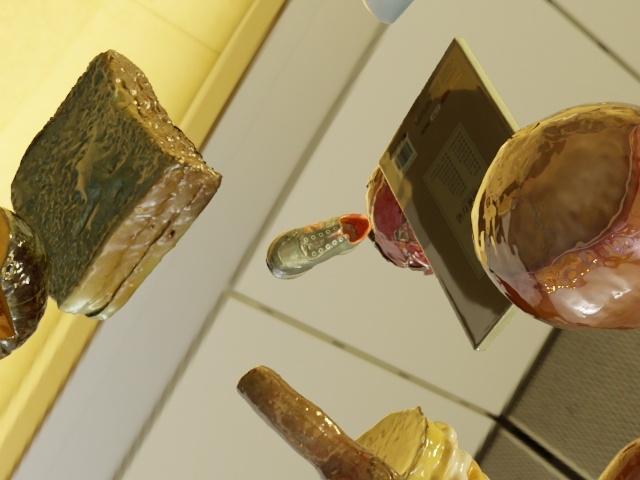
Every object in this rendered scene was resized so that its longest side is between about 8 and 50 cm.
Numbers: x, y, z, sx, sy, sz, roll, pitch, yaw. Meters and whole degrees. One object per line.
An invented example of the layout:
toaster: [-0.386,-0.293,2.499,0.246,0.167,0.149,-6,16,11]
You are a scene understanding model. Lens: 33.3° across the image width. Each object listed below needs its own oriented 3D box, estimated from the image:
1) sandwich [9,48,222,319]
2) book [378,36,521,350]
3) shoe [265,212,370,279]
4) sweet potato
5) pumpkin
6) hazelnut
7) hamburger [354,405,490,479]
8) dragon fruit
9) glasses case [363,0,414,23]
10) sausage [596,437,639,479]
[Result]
sandwich: [-0.286,-0.072,1.400,0.271,0.099,0.301,-48,-133,12]
book: [0.174,-0.057,1.257,0.217,0.021,0.310,-59,-138,40]
shoe: [-0.001,0.000,1.668,0.077,0.194,0.074,-32,-99,49]
sweet potato: [0.047,0.295,1.254,0.109,0.109,0.385,-44,-107,24]
pumpkin: [-0.334,0.057,1.095,0.183,0.107,0.119,-52,-137,13]
hazelnut: [0.227,-0.011,0.863,0.214,0.214,0.176,-7,-133,49]
hamburger: [0.145,0.419,1.647,0.276,0.237,0.276,-44,-167,13]
dragon fruit: [0.189,-0.056,1.915,0.299,0.244,0.244,-49,-146,43]
glasses case: [0.117,-0.383,1.606,0.045,0.067,0.178,-50,-175,-24]
sausage: [0.345,0.389,1.330,0.348,0.094,0.097,-58,-173,7]
